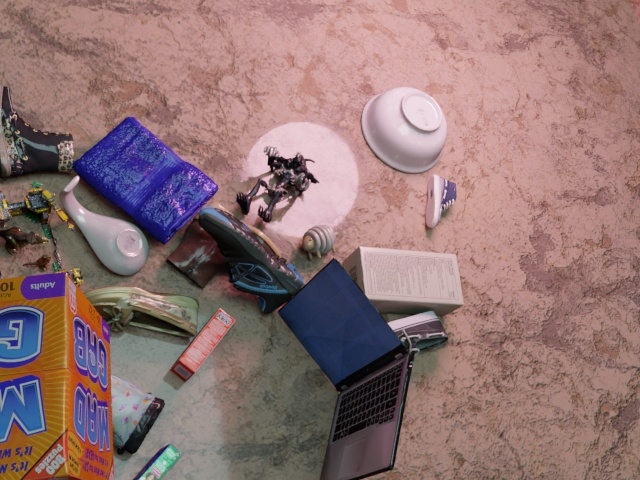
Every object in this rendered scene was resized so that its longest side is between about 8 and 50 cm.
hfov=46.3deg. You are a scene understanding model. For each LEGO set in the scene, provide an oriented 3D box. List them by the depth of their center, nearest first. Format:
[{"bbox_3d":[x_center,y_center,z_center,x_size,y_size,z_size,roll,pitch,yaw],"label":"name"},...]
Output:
[{"bbox_3d":[-0.672,0.004,1.677,0.255,0.192,0.331,-5,69,-27],"label":"LEGO set"}]

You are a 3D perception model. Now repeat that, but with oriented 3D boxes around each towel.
[{"bbox_3d":[-0.436,-0.162,1.893,0.308,0.076,0.227,38,57,0],"label":"towel"}]

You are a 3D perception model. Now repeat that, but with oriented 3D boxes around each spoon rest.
[{"bbox_3d":[-0.525,-0.032,1.814,0.276,0.084,0.137,52,48,-24],"label":"spoon rest"}]

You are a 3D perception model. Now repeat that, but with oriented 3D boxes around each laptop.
[{"bbox_3d":[0.019,0.323,1.733,0.236,0.382,0.408,22,59,-13],"label":"laptop"}]

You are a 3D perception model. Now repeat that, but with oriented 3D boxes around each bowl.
[{"bbox_3d":[0.286,-0.371,2.338,0.298,0.134,0.298,10,62,-20],"label":"bowl"}]

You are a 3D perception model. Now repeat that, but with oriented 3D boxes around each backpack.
[{"bbox_3d":[-0.451,0.367,1.654,0.182,0.115,0.152,32,60,-4],"label":"backpack"}]

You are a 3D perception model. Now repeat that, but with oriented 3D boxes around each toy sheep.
[{"bbox_3d":[0.000,0.000,2.059,0.132,0.091,0.091,-21,76,-45],"label":"toy sheep"}]

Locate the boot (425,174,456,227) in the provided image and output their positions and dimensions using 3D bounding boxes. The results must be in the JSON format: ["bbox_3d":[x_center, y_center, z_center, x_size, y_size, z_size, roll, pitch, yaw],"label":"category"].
[{"bbox_3d":[0.375,-0.114,2.293,0.086,0.069,0.190,17,59,-14],"label":"boot"}]

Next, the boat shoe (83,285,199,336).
[{"bbox_3d":[-0.424,0.170,1.766,0.285,0.104,0.089,7,61,-23],"label":"boat shoe"}]

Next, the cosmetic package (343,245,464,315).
[{"bbox_3d":[0.232,0.117,2.092,0.309,0.113,0.160,6,64,-23],"label":"cosmetic package"}]

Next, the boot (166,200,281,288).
[{"bbox_3d":[-0.248,0.042,1.941,0.248,0.090,0.207,36,71,-11],"label":"boot"}]

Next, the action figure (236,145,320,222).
[{"bbox_3d":[-0.102,-0.172,2.061,0.164,0.141,0.275,34,58,7],"label":"action figure"}]

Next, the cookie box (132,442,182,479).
[{"bbox_3d":[-0.362,0.503,1.644,0.040,0.092,0.107,44,57,-3],"label":"cookie box"}]

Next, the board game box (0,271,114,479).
[{"bbox_3d":[-0.608,0.300,1.409,0.357,0.356,0.356,-6,68,-5],"label":"board game box"}]

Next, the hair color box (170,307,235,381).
[{"bbox_3d":[-0.283,0.251,1.800,0.053,0.093,0.167,40,56,-3],"label":"hair color box"}]

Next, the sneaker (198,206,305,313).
[{"bbox_3d":[-0.189,0.055,1.854,0.139,0.125,0.341,-44,116,5],"label":"sneaker"}]

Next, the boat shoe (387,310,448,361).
[{"bbox_3d":[0.215,0.281,2.006,0.306,0.113,0.105,-10,57,-38],"label":"boat shoe"}]

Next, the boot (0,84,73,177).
[{"bbox_3d":[-0.713,-0.268,1.856,0.179,0.085,0.236,-3,74,-28],"label":"boot"}]
